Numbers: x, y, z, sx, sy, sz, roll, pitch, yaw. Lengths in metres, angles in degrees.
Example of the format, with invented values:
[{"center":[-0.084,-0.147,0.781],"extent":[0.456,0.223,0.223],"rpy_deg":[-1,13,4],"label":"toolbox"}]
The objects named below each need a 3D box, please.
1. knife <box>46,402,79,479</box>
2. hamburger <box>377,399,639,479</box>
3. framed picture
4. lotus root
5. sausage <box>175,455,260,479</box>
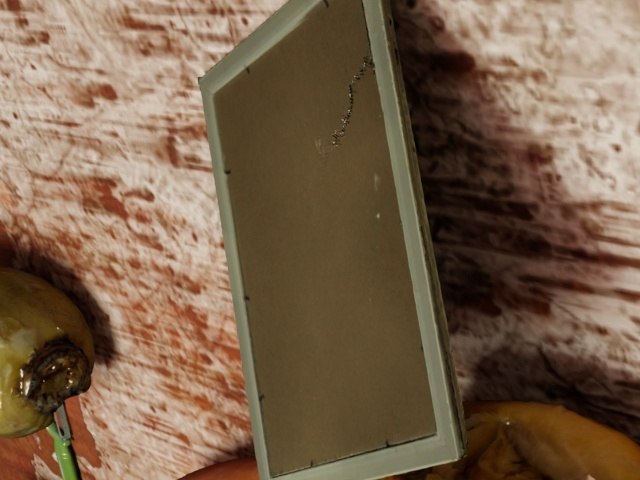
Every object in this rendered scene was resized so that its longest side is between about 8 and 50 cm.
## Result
[{"center":[-0.277,0.231,1.511],"extent":[0.054,0.015,0.212],"rpy_deg":[26,137,37],"label":"knife"},{"center":[0.139,0.242,0.864],"extent":[0.289,0.170,0.314],"rpy_deg":[-1,120,55],"label":"hamburger"},{"center":[0.000,0.000,0.848],"extent":[0.231,0.018,0.293],"rpy_deg":[-28,69,57],"label":"framed picture"},{"center":[-0.318,0.095,1.324],"extent":[0.278,0.154,0.154],"rpy_deg":[12,128,50],"label":"lotus root"},{"center":[-0.061,0.234,1.163],"extent":[0.259,0.113,0.114],"rpy_deg":[-23,101,55],"label":"sausage"}]
